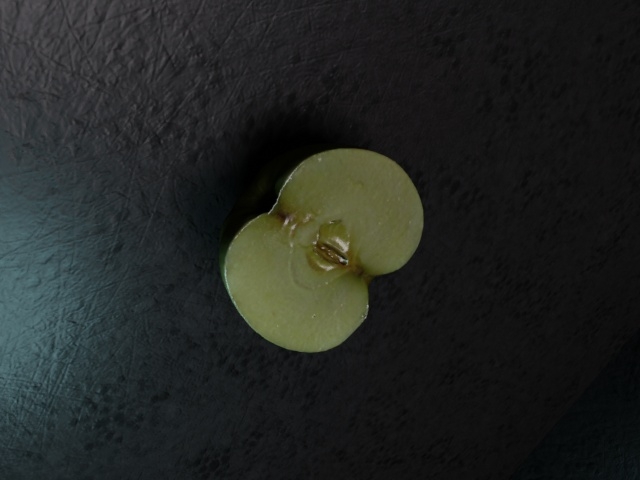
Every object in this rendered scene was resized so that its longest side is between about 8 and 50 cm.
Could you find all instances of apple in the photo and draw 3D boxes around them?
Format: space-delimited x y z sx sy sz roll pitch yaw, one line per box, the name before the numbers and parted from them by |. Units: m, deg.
apple | 0.000 0.000 1.147 0.312 0.320 0.360 -19 140 32
